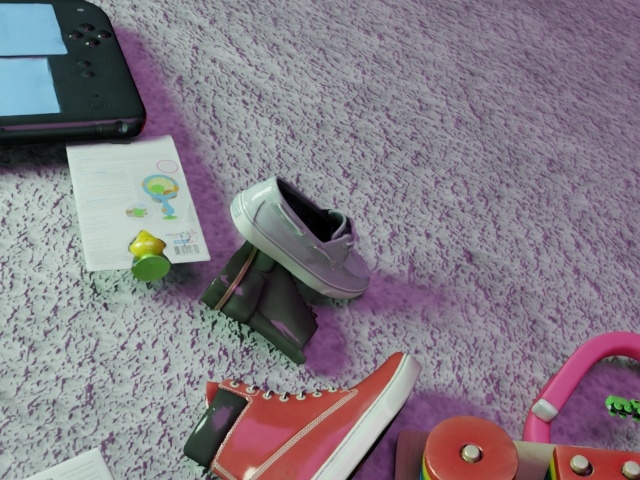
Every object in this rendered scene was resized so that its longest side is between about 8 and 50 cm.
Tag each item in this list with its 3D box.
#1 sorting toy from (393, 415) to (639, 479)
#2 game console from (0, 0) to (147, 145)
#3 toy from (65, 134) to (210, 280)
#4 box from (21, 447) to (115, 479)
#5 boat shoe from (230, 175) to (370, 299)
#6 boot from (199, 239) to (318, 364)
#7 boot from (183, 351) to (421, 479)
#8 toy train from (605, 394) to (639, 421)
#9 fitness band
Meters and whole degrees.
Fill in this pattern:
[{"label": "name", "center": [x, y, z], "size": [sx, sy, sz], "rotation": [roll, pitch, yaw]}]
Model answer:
[{"label": "sorting toy", "center": [0.192, 0.277, 0.646], "size": [0.256, 0.089, 0.257], "rotation": [4, 40, 6]}, {"label": "game console", "center": [-0.460, -0.237, 0.966], "size": [0.387, 0.060, 0.342], "rotation": [-9, 43, -24]}, {"label": "toy", "center": [-0.230, -0.039, 0.883], "size": [0.137, 0.056, 0.237], "rotation": [-6, 43, -22]}, {"label": "box", "center": [-0.182, 0.275, 0.551], "size": [0.091, 0.130, 0.170], "rotation": [-18, 55, -32]}, {"label": "boat shoe", "center": [0.000, -0.001, 0.838], "size": [0.227, 0.081, 0.079], "rotation": [34, 35, -39]}, {"label": "boot", "center": [-0.045, 0.052, 0.866], "size": [0.137, 0.077, 0.198], "rotation": [38, 42, -4]}, {"label": "boot", "center": [-0.017, 0.166, 0.744], "size": [0.176, 0.088, 0.244], "rotation": [35, 51, 17]}, {"label": "toy train", "center": [0.365, 0.195, 0.818], "size": [0.083, 0.017, 0.023], "rotation": [14, 37, -8]}, {"label": "fitness band", "center": [0.362, 0.223, 0.835], "size": [0.209, 0.054, 0.291], "rotation": [40, 50, 19]}]
